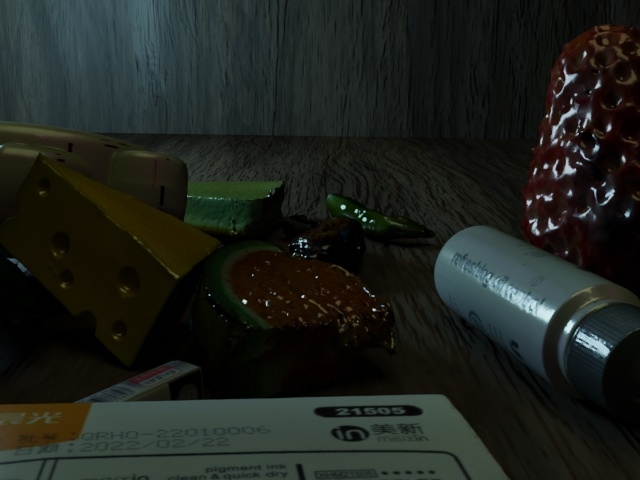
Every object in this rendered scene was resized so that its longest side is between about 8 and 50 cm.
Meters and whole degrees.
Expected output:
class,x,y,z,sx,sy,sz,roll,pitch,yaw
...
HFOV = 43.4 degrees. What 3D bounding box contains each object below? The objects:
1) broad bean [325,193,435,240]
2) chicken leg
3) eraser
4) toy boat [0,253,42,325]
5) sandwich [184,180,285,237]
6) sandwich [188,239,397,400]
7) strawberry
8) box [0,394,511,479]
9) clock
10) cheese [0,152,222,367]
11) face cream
class,x,y,z,sx,sy,sz,roll,pitch,yaw
broad bean,0.065,-0.029,1.112,0.195,0.046,0.061,19,10,41
chicken leg,0.000,0.000,0.985,0.106,0.051,0.253,-6,11,-6
eraser,-0.117,0.113,0.469,0.029,0.052,0.122,7,15,33
toy boat,-0.282,0.035,0.679,0.104,0.052,0.210,39,-12,-15
sandwich,-0.164,-0.044,1.126,0.212,0.063,0.245,-1,8,4
sandwich,-0.035,0.063,0.662,0.159,0.079,0.235,8,14,-18
strawberry,0.307,-0.059,0.793,0.150,0.280,0.253,-15,30,-43
box,-0.055,0.137,0.283,0.274,0.091,0.221,-1,12,-10
clock,-0.296,-0.039,0.829,0.309,0.114,0.284,4,-12,-10
cheese,-0.189,0.008,0.681,0.171,0.093,0.126,32,16,2
face cream,0.187,0.063,0.629,0.092,0.092,0.311,-2,14,-15
